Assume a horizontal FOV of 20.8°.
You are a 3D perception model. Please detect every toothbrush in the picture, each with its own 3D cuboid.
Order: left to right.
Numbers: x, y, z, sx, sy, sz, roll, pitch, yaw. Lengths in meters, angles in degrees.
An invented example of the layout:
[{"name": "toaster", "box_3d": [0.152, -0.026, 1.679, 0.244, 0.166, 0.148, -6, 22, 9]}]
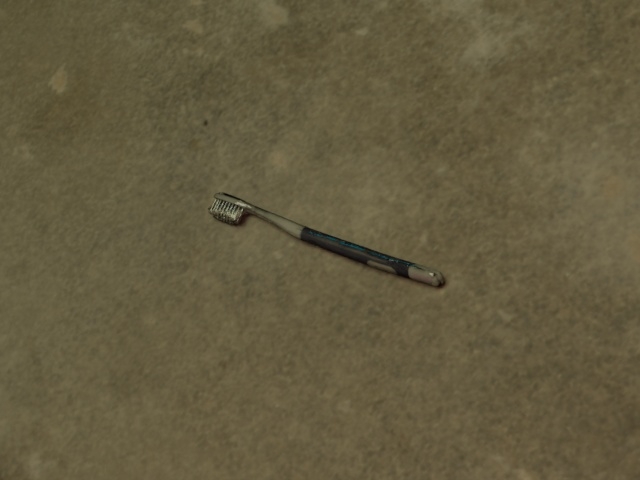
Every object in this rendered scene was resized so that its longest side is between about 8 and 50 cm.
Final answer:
[{"name": "toothbrush", "box_3d": [0.000, 0.000, 1.723, 0.288, 0.024, 0.026, 19, 72, 33]}]
